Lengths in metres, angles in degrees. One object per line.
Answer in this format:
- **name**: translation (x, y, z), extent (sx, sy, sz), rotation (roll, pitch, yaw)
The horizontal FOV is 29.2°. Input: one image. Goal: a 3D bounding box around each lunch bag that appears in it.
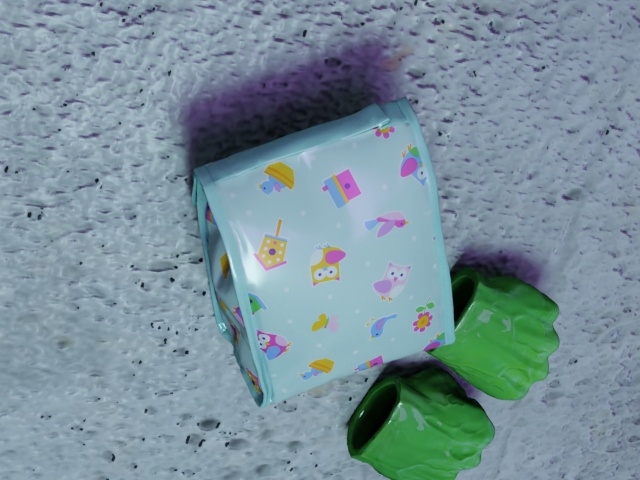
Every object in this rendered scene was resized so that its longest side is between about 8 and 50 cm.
- **lunch bag**: translation (0.000, 0.000, 1.178), extent (0.223, 0.160, 0.262), rotation (-19, 128, -12)

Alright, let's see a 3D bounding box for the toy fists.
- **toy fists**: translation (0.153, 0.158, 1.370), extent (0.142, 0.096, 0.279), rotation (28, 105, -22)
